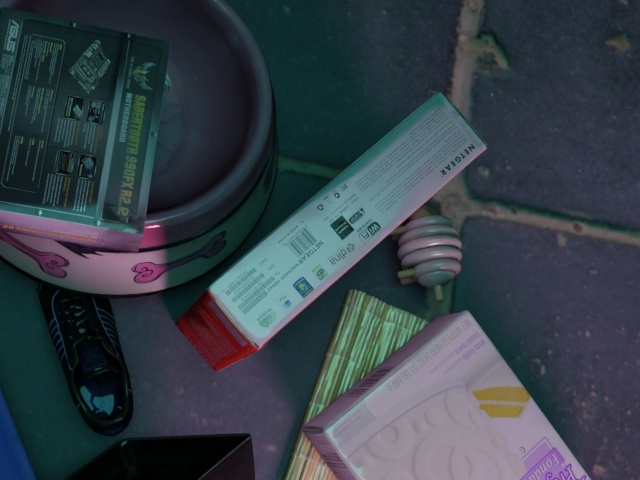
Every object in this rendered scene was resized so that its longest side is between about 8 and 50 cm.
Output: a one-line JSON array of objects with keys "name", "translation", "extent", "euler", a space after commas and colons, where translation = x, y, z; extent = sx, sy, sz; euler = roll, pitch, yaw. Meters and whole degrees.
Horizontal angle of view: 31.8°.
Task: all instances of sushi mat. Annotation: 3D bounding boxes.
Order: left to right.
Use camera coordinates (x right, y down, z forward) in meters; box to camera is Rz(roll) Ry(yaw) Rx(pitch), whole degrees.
[{"name": "sushi mat", "translation": [0.054, 0.231, 1.393], "extent": [0.151, 0.019, 0.316], "euler": [22, 75, -10]}]

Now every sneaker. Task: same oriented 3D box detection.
[{"name": "sneaker", "translation": [-0.269, 0.113, 1.299], "extent": [0.081, 0.090, 0.232], "euler": [-20, 85, -16]}]

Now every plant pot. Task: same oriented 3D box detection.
[{"name": "plant pot", "translation": [-0.176, 0.326, 1.214], "extent": [0.188, 0.187, 0.167], "euler": [-30, 109, -59]}]

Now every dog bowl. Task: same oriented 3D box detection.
[{"name": "dog bowl", "translation": [-0.233, -0.147, 1.297], "extent": [0.408, 0.150, 0.408], "euler": [5, 69, -14]}]

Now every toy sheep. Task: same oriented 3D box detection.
[{"name": "toy sheep", "translation": [0.137, 0.016, 1.421], "extent": [0.091, 0.091, 0.132], "euler": [-7, 76, -15]}]

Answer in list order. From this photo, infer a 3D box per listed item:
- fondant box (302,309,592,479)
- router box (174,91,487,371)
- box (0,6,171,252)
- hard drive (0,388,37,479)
[{"name": "fondant box", "translation": [0.172, 0.285, 1.358], "extent": [0.238, 0.096, 0.330], "euler": [-37, 95, -20]}, {"name": "router box", "translation": [0.000, 0.000, 1.277], "extent": [0.335, 0.301, 0.082], "euler": [-41, 91, -17]}, {"name": "box", "translation": [-0.261, -0.116, 1.164], "extent": [0.183, 0.056, 0.231], "euler": [10, 68, -14]}, {"name": "hard drive", "translation": [-0.441, 0.228, 1.223], "extent": [0.210, 0.040, 0.318], "euler": [-20, 75, -23]}]
